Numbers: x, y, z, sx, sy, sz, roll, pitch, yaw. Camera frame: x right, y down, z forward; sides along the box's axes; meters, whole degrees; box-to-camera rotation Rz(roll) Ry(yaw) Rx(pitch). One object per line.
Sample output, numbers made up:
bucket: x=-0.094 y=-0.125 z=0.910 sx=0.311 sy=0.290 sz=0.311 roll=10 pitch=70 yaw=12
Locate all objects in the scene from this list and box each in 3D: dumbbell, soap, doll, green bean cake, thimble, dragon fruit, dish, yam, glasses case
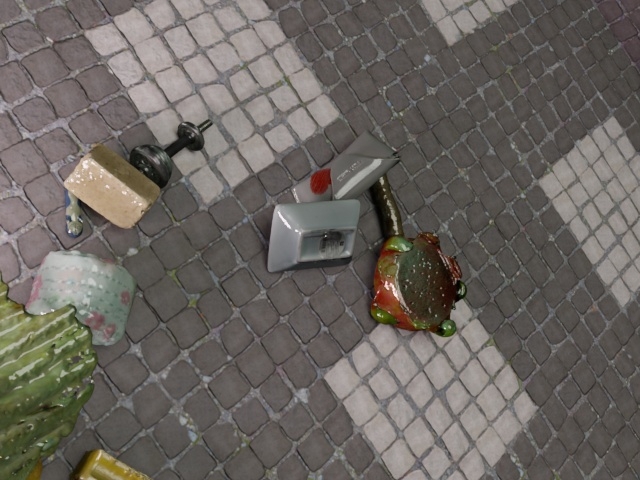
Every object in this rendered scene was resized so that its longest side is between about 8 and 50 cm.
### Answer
dumbbell: x=-0.340 y=-0.215 z=1.770 sx=0.110 sy=0.110 sz=0.254 roll=49 pitch=52 yaw=-8
soap: x=-0.377 y=0.504 z=1.516 sx=0.233 sy=0.135 sz=0.076 roll=36 pitch=62 yaw=-16
doll: x=-0.537 y=-0.066 z=1.654 sx=0.037 sy=0.027 sz=0.125 roll=1 pitch=76 yaw=-29
green bean cake: x=-0.452 y=-0.116 z=1.656 sx=0.179 sy=0.109 sz=0.085 roll=40 pitch=29 yaw=-15
thimble: x=-0.492 y=0.118 z=1.545 sx=0.211 sy=0.185 sz=0.149 roll=7 pitch=66 yaw=9
dragon fruit: x=0.254 y=0.121 z=1.980 sx=0.268 sy=0.130 sz=0.295 roll=-18 pitch=85 yaw=-32
dish: x=0.000 y=0.000 z=1.853 sx=0.243 sy=0.080 sz=0.182 roll=-6 pitch=115 yaw=-31
yam: x=0.173 y=-0.104 z=2.043 sx=0.061 sy=0.061 sz=0.253 roll=-12 pitch=82 yaw=-31
glasses case: x=0.068 y=-0.171 z=1.957 sx=0.308 sy=0.083 sz=0.128 roll=-40 pitch=84 yaw=-19

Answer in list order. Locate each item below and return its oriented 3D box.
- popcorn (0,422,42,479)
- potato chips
popcorn: x=-0.621 y=0.440 z=1.369 sx=0.250 sy=0.190 sz=0.250 roll=5 pitch=80 yaw=-27
potato chips: x=-0.591 y=0.239 z=1.307 sx=0.373 sy=0.097 sz=0.389 roll=35 pitch=47 yaw=-11
